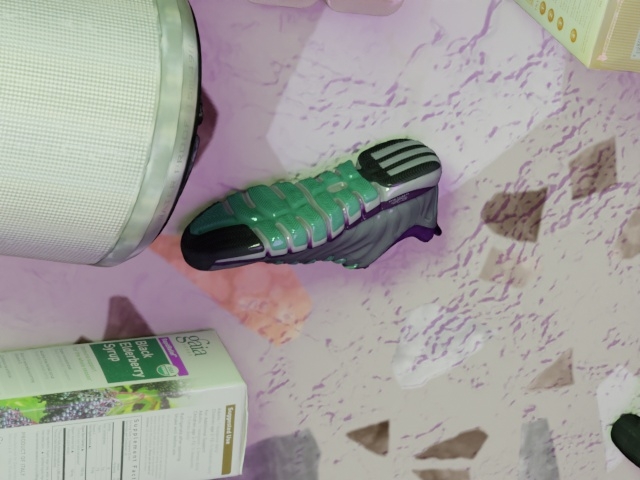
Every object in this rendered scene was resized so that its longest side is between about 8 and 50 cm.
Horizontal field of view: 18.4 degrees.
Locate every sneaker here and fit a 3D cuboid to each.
[{"bbox_3d":[0.000,0.000,1.597,0.223,0.083,0.098,-19,128,-12],"label":"sneaker"}]

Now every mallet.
[{"bbox_3d":[0.306,0.116,1.814,0.039,0.062,0.190,2,102,-24],"label":"mallet"}]

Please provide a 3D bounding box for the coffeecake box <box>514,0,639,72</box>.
[{"bbox_3d":[0.208,-0.227,1.486,0.068,0.185,0.142,3,117,-23],"label":"coffeecake box"}]

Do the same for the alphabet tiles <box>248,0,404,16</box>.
[{"bbox_3d":[0.031,-0.304,1.472,0.278,0.021,0.284,4,116,-23],"label":"alphabet tiles"}]

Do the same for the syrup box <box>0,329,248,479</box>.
[{"bbox_3d":[-0.184,0.143,1.594,0.237,0.093,0.096,-6,119,-18],"label":"syrup box"}]

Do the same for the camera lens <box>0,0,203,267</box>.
[{"bbox_3d":[-0.232,-0.101,1.362,0.274,0.219,0.219,7,115,-25],"label":"camera lens"}]
